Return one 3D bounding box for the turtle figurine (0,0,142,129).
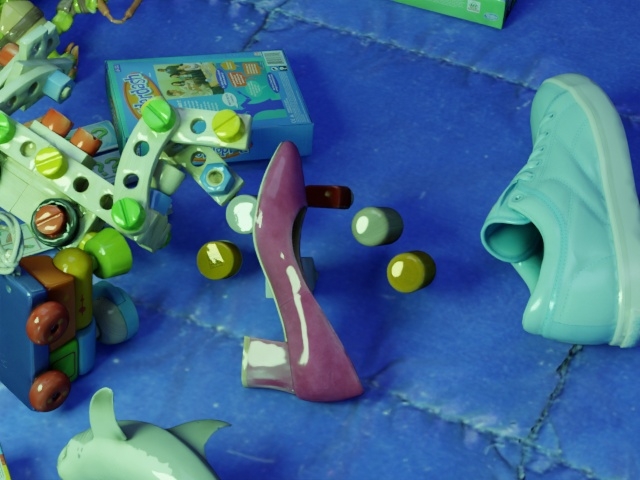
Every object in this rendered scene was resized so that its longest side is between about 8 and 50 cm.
[{"bbox_3d":[-0.342,-0.259,1.761,0.217,0.087,0.269,48,64,-12],"label":"turtle figurine"}]

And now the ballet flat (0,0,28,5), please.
[{"bbox_3d":[-0.415,-0.276,1.825,0.080,0.073,0.232,24,41,26],"label":"ballet flat"}]

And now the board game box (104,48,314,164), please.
[{"bbox_3d":[-0.127,-0.149,1.710,0.210,0.047,0.160,-5,40,-12],"label":"board game box"}]

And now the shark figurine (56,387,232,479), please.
[{"bbox_3d":[-0.099,0.203,1.280,0.278,0.166,0.116,33,41,26],"label":"shark figurine"}]

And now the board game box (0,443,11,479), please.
[{"bbox_3d":[-0.319,0.255,1.287,0.141,0.048,0.170,-14,47,-15],"label":"board game box"}]

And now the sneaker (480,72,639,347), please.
[{"bbox_3d":[0.237,-0.047,1.574,0.150,0.135,0.366,1,43,-7],"label":"sneaker"}]

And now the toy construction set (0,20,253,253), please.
[{"bbox_3d":[-0.239,-0.102,1.538,0.328,0.151,0.215,32,87,29],"label":"toy construction set"}]

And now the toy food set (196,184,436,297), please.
[{"bbox_3d":[0.000,0.000,1.544,0.232,0.111,0.104,-1,1,14],"label":"toy food set"}]

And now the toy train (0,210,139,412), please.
[{"bbox_3d":[-0.232,0.028,1.390,0.143,0.248,0.105,-30,52,-35],"label":"toy train"}]

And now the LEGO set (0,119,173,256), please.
[{"bbox_3d":[-0.304,-0.064,1.617,0.244,0.060,0.182,-18,45,-22],"label":"LEGO set"}]

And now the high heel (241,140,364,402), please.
[{"bbox_3d":[-0.006,0.029,1.443,0.117,0.082,0.244,4,80,11],"label":"high heel"}]

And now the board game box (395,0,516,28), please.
[{"bbox_3d":[0.120,-0.386,1.988,0.317,0.046,0.213,17,45,14],"label":"board game box"}]
